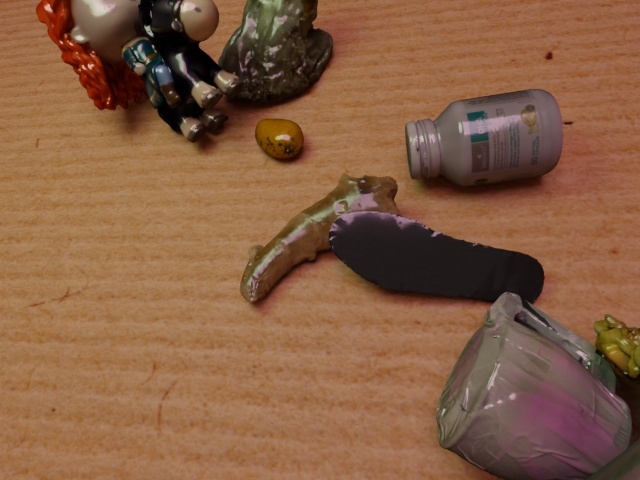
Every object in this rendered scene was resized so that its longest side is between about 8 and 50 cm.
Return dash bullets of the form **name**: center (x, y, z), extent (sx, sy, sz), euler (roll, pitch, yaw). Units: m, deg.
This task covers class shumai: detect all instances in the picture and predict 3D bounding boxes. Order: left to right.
- **shumai**: center (-0.110, -0.423, 0.936), extent (0.222, 0.203, 0.271), euler (27, 72, 26)

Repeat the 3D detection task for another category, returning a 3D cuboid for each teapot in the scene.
- **teapot**: center (0.243, 0.185, 0.538), extent (0.178, 0.221, 0.163), euler (29, 109, 12)

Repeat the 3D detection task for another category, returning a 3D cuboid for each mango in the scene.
- **mango**: center (-0.079, -0.196, 0.872), extent (0.079, 0.057, 0.114), euler (-46, 57, -8)

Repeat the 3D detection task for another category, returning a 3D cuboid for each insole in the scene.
- **insole**: center (0.162, 0.026, 0.664), extent (0.310, 0.012, 0.110), euler (10, 85, 5)

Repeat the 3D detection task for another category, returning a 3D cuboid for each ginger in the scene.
- **ginger**: center (0.000, 0.000, 0.728), extent (0.295, 0.086, 0.131), euler (-36, 77, -1)

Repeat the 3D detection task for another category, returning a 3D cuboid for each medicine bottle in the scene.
- **medicine bottle**: center (0.246, -0.155, 0.731), extent (0.215, 0.135, 0.135), euler (-7, 58, 7)

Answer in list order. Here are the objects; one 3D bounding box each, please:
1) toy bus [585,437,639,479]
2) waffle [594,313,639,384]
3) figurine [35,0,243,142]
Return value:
- **toy bus**: center (0.237, 0.242, 0.326), extent (0.386, 0.162, 0.171), euler (-59, 43, 25)
- **waffle**: center (0.421, 0.150, 0.464), extent (0.243, 0.238, 0.058), euler (15, 98, 7)
- **figurine**: center (-0.334, -0.369, 0.887), extent (0.412, 0.306, 0.241), euler (27, 58, 23)
